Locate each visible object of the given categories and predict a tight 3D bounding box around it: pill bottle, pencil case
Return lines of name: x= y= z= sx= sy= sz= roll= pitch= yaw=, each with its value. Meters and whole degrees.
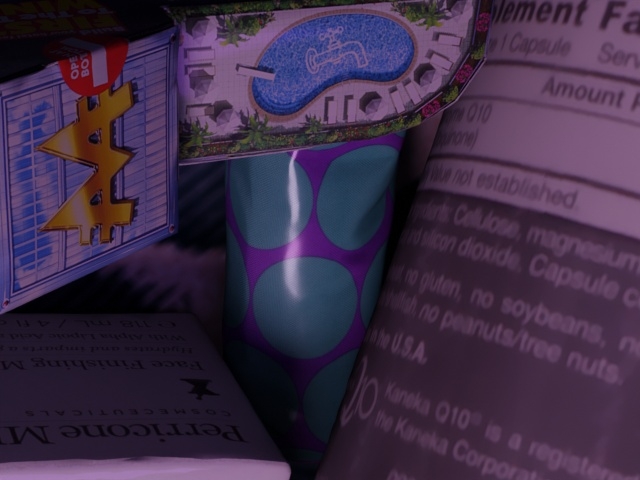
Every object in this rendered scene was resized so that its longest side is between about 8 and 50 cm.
pill bottle: x=0.129 y=0.007 z=0.528 sx=0.204 sy=0.204 sz=0.361 roll=22 pitch=87 yaw=-29
pencil case: x=0.000 y=0.000 z=0.593 sx=0.070 sy=0.064 sz=0.151 roll=-8 pitch=117 yaw=-26

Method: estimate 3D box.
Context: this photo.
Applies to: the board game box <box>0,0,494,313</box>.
board game box: x=-0.060 y=-0.050 z=0.470 sx=0.194 sy=0.194 sz=0.060 roll=-7 pitch=116 yaw=-18

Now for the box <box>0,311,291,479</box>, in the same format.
box: x=-0.122 y=0.126 z=0.572 sx=0.181 sy=0.119 sz=0.182 roll=2 pitch=113 yaw=-23
